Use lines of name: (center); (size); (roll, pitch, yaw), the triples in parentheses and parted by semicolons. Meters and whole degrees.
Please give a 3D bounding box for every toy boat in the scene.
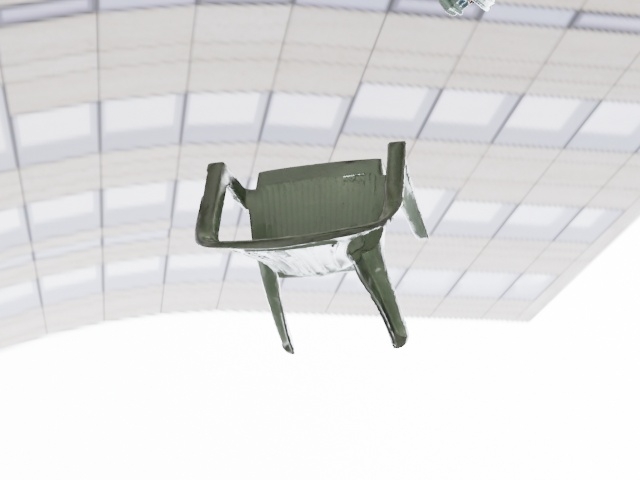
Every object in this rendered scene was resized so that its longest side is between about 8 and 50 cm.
toy boat: (0.172, -0.307, 1.298); (0.140, 0.066, 0.059); (10, -133, -55)

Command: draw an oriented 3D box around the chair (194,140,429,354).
chair: (0.000, 0.000, 1.080); (0.203, 0.275, 0.190); (-6, -124, 14)
